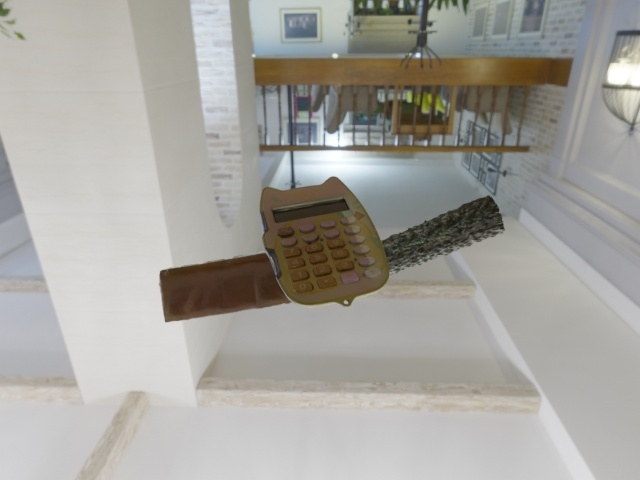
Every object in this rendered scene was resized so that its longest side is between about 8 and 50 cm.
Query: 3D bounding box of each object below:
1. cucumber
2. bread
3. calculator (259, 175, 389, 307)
[{"bbox_3d":[0.221,0.006,0.956,0.359,0.096,0.096,-22,-159,14],"label":"cucumber"},{"bbox_3d":[-0.224,0.109,1.067,0.361,0.138,0.077,-10,-173,5],"label":"bread"},{"bbox_3d":[0.000,0.000,0.584,0.157,0.033,0.236,-10,-133,-12],"label":"calculator"}]
